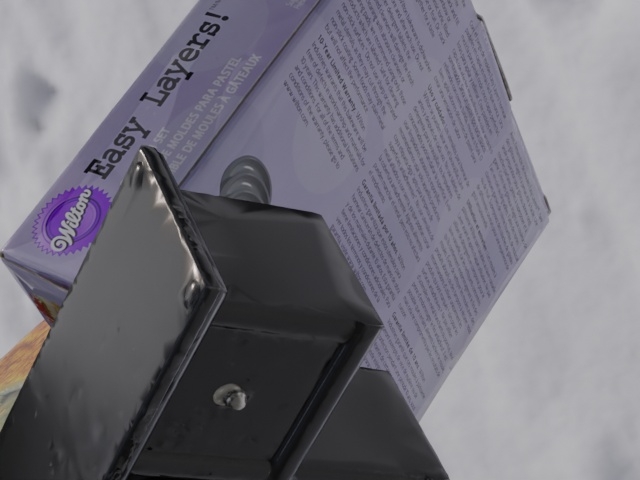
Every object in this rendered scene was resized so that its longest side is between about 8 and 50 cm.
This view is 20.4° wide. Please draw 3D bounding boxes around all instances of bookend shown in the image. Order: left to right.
[{"bbox_3d":[-0.015,0.062,0.611,0.156,0.157,0.072,-60,38,28],"label":"bookend"}]

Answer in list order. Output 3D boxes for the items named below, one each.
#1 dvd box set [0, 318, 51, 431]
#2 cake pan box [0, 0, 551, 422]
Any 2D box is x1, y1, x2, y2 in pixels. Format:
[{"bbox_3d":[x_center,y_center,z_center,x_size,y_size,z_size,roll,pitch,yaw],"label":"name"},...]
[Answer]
[{"bbox_3d":[-0.146,0.142,1.069,0.308,0.420,0.062,-6,120,43],"label":"dvd box set"},{"bbox_3d":[0.000,0.000,0.818,0.070,0.246,0.267,21,155,34],"label":"cake pan box"}]
